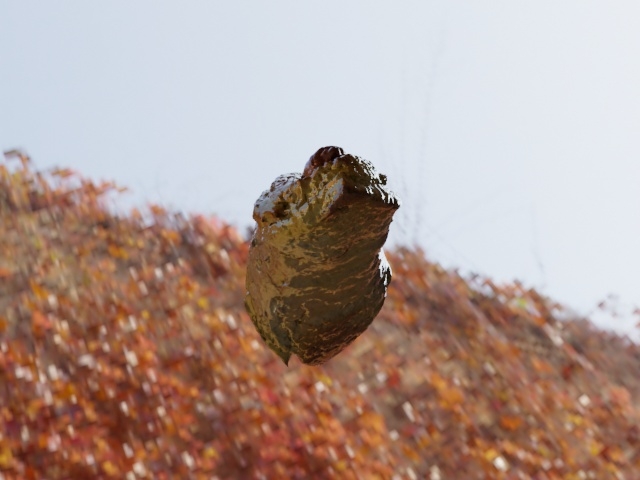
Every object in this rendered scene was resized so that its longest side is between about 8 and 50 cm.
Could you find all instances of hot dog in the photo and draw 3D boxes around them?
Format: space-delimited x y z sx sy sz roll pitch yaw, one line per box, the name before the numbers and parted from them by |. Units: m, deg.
hot dog | -0.001 0.000 0.908 0.078 0.061 0.169 -19 -29 -20
